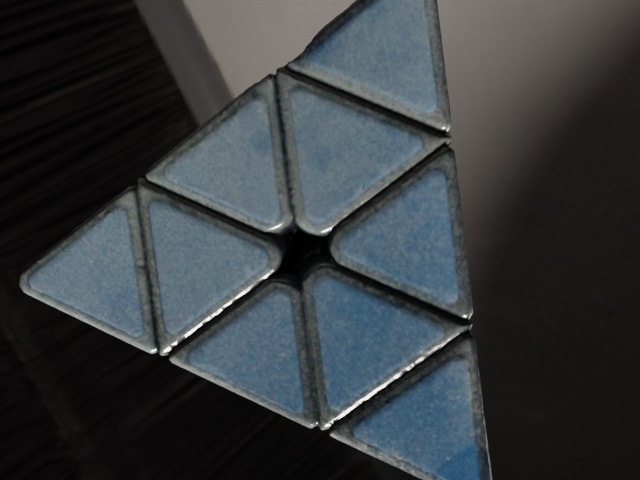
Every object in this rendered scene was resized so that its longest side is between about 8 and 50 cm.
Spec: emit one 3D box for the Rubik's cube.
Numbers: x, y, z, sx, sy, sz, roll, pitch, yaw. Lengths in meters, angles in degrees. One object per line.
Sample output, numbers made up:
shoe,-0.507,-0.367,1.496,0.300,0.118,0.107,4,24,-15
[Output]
Rubik's cube,0.002,-0.002,0.607,0.228,0.233,0.229,-4,139,46
